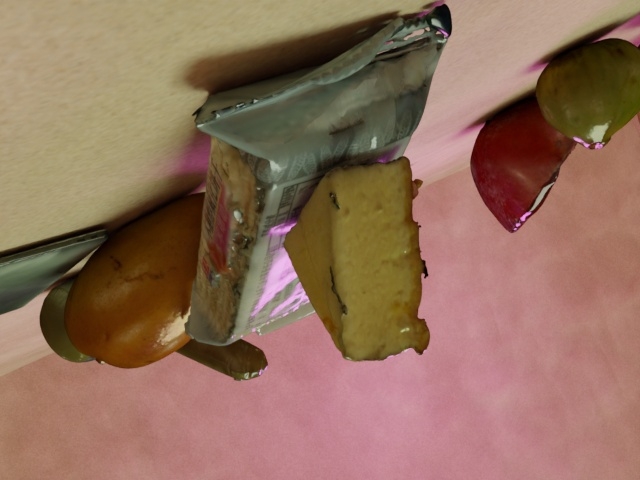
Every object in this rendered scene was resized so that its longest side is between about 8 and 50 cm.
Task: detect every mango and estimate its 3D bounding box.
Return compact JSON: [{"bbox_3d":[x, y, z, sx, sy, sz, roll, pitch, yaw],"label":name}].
[{"bbox_3d":[-0.161,0.036,0.632,0.219,0.145,0.112,-42,137,19],"label":"mango"}]

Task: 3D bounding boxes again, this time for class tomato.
[{"bbox_3d":[0.374,-0.168,1.202,0.309,0.170,0.309,-53,164,-23],"label":"tomato"}]

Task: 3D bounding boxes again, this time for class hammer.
[{"bbox_3d":[-0.189,0.112,0.812,0.305,0.113,0.202,16,-156,29],"label":"hammer"}]

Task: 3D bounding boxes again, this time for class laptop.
[{"bbox_3d":[-0.337,0.057,0.618,0.187,0.015,0.269,-22,177,-46],"label":"laptop"}]

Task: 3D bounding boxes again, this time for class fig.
[{"bbox_3d":[0.348,-0.198,0.829,0.153,0.121,0.136,-49,-163,-22],"label":"fig"}]

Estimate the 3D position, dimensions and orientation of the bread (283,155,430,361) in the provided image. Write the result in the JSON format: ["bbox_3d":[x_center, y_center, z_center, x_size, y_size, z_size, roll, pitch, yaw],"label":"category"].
[{"bbox_3d":[0.034,0.016,0.400,0.084,0.109,0.080,-8,149,-39],"label":"bread"}]

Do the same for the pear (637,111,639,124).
[{"bbox_3d":[0.687,-0.251,1.061,0.309,0.309,0.309,-25,178,-1],"label":"pear"}]

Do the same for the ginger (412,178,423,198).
[{"bbox_3d":[0.126,-0.099,1.340,0.166,0.080,0.333,-41,166,19],"label":"ginger"}]

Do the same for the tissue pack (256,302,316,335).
[{"bbox_3d":[0.000,0.000,0.852,0.225,0.124,0.185,-26,-153,18],"label":"tissue pack"}]

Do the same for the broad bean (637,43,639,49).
[{"bbox_3d":[0.505,-0.267,0.847,0.228,0.122,0.156,-15,-163,-42],"label":"broad bean"}]

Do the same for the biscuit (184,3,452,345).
[{"bbox_3d":[-0.016,-0.026,0.485,0.186,0.079,0.309,-28,156,-27],"label":"biscuit"}]
